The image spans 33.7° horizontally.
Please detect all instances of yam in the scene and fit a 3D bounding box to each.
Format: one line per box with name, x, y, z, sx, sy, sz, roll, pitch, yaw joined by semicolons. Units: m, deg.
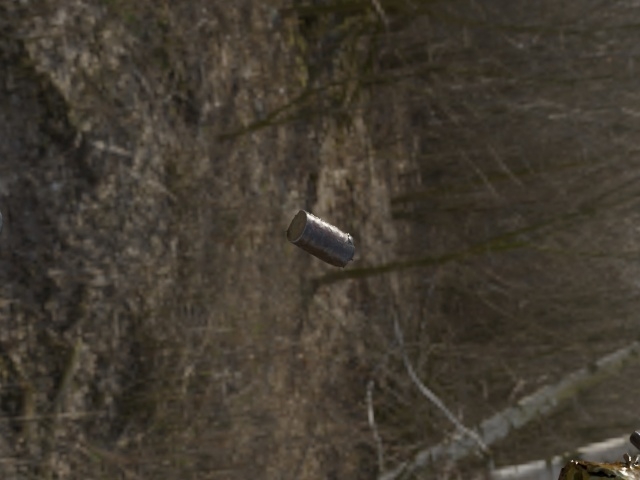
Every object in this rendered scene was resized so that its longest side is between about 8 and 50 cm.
yam;0.001;-0.002;2.165;0.141;0.079;0.079;27;48;-34

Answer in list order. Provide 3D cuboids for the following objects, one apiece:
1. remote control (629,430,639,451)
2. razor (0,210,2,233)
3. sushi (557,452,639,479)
remote control;0.554;0.340;1.731;0.059;0.028;0.212;41;9;31
razor;-0.668;-0.039;1.733;0.189;0.107;0.327;49;18;2
sushi;0.395;0.378;1.240;0.179;0.167;0.296;-5;61;-54
